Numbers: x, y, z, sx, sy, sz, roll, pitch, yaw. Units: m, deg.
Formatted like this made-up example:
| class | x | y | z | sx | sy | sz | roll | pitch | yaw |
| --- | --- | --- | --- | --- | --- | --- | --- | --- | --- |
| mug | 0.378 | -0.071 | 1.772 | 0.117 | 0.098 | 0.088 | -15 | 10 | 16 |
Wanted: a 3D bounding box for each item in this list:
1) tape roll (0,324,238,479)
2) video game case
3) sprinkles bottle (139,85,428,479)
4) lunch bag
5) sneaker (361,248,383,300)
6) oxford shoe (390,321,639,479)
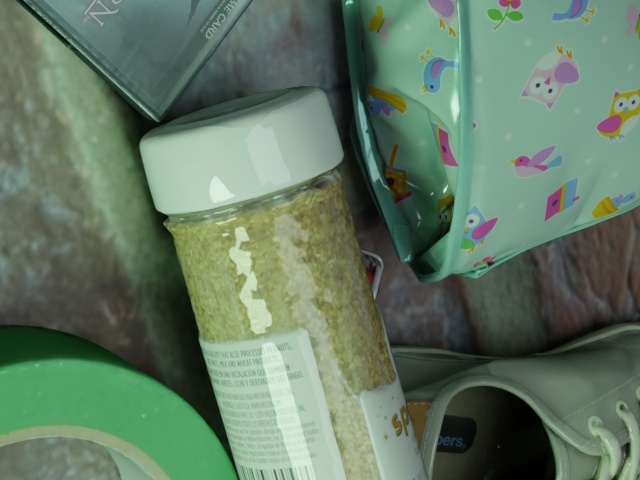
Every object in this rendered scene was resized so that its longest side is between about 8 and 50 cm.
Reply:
| class | x | y | z | sx | sy | sz | roll | pitch | yaw |
| --- | --- | --- | --- | --- | --- | --- | --- | --- | --- |
| tape roll | -0.197 | 0.216 | 1.205 | 0.321 | 0.077 | 0.321 | -11 | 111 | -32 |
| video game case | -0.130 | -0.227 | 1.151 | 0.274 | 0.026 | 0.196 | 43 | 79 | -35 |
| sprinkles bottle | -0.009 | 0.087 | 1.219 | 0.121 | 0.121 | 0.355 | -21 | 102 | -29 |
| lunch bag | 0.136 | -0.119 | 1.284 | 0.223 | 0.160 | 0.262 | -21 | 116 | -30 |
| sneaker | 0.000 | 0.000 | 1.282 | 0.042 | 0.067 | 0.118 | -43 | 124 | -18 |
| oxford shoe | 0.190 | 0.149 | 1.425 | 0.449 | 0.130 | 0.169 | 2 | 101 | -37 |
